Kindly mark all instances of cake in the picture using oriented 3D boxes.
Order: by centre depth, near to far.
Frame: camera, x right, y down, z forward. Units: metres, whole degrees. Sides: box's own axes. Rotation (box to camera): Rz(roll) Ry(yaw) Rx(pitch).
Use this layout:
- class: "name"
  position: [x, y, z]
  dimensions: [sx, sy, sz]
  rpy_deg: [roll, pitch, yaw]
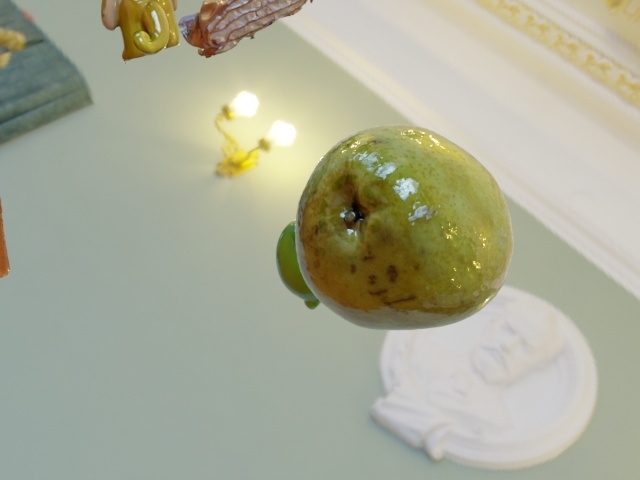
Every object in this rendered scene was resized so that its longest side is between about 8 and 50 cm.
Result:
- class: "cake"
  position: [-0.134, -0.438, 1.830]
  dimensions: [0.098, 0.287, 0.135]
  rpy_deg: [59, 14, -31]

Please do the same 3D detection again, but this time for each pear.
- class: "pear"
  position: [0.110, -0.021, 1.325]
  dimensions: [0.304, 0.303, 0.304]
  rpy_deg: [44, -29, 32]

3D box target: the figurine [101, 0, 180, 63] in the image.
- class: "figurine"
  position: [-0.207, -0.311, 0.974]
  dimensions: [0.131, 0.156, 0.246]
  rpy_deg: [8, -58, 55]

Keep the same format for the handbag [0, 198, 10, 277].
- class: "handbag"
  position: [-0.504, -0.053, 0.981]
  dimensions: [0.116, 0.410, 0.304]
  rpy_deg: [-3, -81, 24]

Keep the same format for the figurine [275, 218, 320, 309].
- class: "figurine"
  position: [0.000, 0.000, 1.799]
  dimensions: [0.162, 0.143, 0.263]
  rpy_deg: [50, -46, 38]
